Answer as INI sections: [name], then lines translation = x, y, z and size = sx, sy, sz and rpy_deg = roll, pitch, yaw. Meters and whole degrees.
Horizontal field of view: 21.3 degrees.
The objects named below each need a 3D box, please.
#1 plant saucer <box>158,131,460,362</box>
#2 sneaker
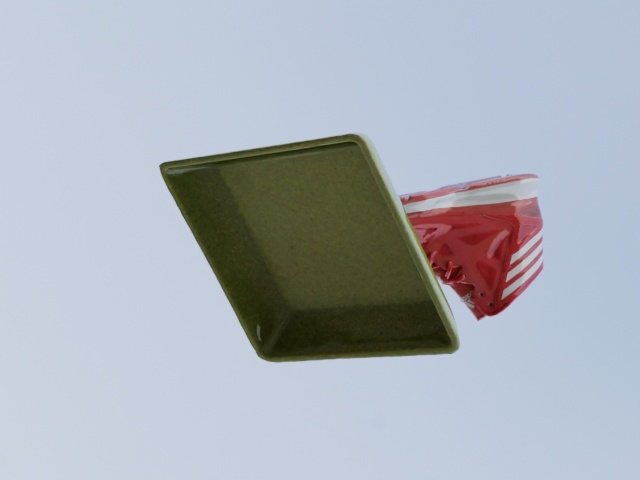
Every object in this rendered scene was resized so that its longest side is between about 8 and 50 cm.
[plant saucer]
translation = 0.000, 0.000, 1.249
size = 0.188, 0.045, 0.188
rpy_deg = -6, -58, 37
[sneaker]
translation = 0.104, 0.018, 1.529
size = 0.087, 0.221, 0.128
rpy_deg = -176, -105, -80
